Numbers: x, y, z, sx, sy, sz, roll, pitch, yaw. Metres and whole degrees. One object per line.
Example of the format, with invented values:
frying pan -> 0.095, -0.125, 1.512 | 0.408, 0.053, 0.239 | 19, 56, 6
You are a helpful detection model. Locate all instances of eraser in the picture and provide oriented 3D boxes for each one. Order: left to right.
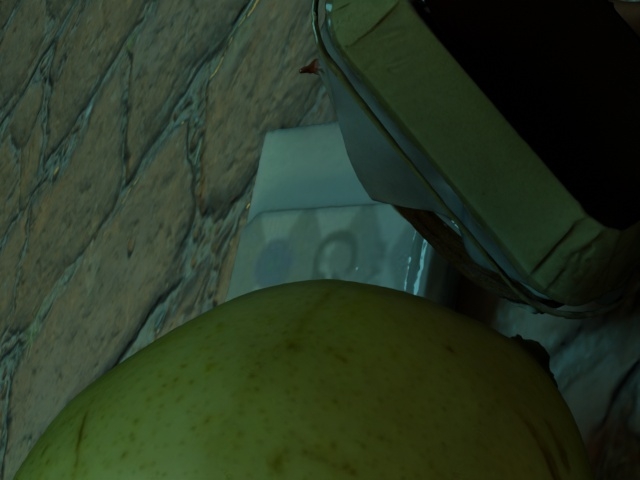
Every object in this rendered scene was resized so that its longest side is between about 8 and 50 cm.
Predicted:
eraser -> -0.005, 0.122, 1.168 | 0.213, 0.082, 0.396 | -3, 69, 45

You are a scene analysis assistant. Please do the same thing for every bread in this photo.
bread -> 0.097, -0.068, 0.979 | 0.142, 0.224, 0.212 | -40, -2, -14

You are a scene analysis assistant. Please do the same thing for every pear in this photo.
pear -> -0.009, 0.171, 0.907 | 0.309, 0.309, 0.309 | -47, 33, 44

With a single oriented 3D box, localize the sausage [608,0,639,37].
sausage -> 0.172, -0.110, 1.037 | 0.177, 0.047, 0.040 | -158, 54, -67
